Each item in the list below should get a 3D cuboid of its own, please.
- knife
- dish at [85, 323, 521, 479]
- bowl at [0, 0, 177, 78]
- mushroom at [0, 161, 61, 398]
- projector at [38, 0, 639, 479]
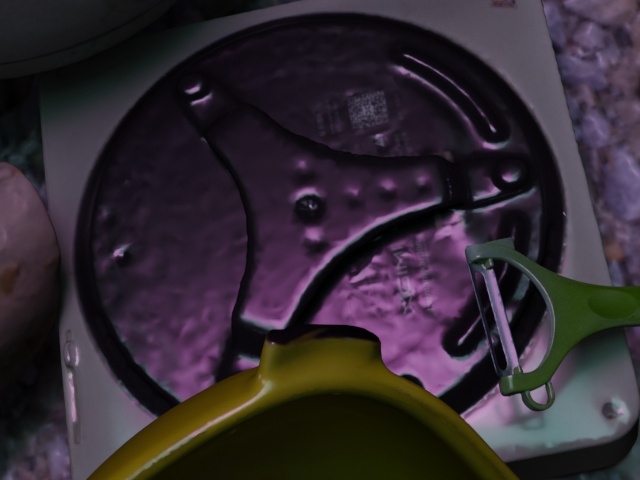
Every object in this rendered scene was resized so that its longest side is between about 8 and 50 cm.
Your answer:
[{"bbox_3d":[0.142,0.034,0.695,0.166,0.022,0.078,1,69,-27],"label":"knife"},{"bbox_3d":[-0.010,0.144,0.635,0.221,0.262,0.108,-37,26,-1],"label":"dish"},{"bbox_3d":[-0.163,-0.194,0.801,0.307,0.163,0.307,-7,39,6],"label":"bowl"},{"bbox_3d":[-0.256,0.098,0.741,0.128,0.128,0.350,40,86,24],"label":"mushroom"},{"bbox_3d":[0.000,0.000,0.758,0.259,0.079,0.257,-12,65,4],"label":"projector"}]
